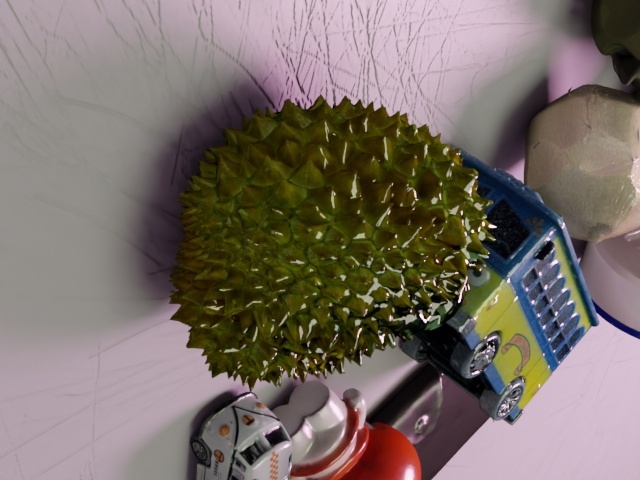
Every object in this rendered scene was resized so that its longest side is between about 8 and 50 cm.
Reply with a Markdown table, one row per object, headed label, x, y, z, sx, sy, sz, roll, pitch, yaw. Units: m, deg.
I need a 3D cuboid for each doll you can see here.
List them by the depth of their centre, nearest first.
| label | x | y | z | sx | sy | sz | roll | pitch | yaw |
| --- | --- | --- | --- | --- | --- | --- | --- | --- | --- |
| doll | 0.036 | 0.271 | 1.667 | 0.161 | 0.130 | 0.290 | -44 | 130 | -13 |

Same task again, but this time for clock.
| label | x | y | z | sx | sy | sz | roll | pitch | yaw |
| --- | --- | --- | --- | --- | --- | --- | --- | --- | --- |
| clock | 0.447 | 0.043 | 1.943 | 0.230 | 0.230 | 0.083 | -25 | 137 | -40 |

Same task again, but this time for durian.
| label | x | y | z | sx | sy | sz | roll | pitch | yaw |
| --- | --- | --- | --- | --- | --- | --- | --- | --- | --- |
| durian | -0.002 | -0.003 | 1.274 | 0.291 | 0.225 | 0.291 | -23 | 174 | -3 |

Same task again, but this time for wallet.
| label | x | y | z | sx | sy | sz | roll | pitch | yaw |
| --- | --- | --- | --- | --- | --- | --- | --- | --- | --- |
| wallet | 0.116 | 0.243 | 1.863 | 0.377 | 0.051 | 0.197 | -42 | 147 | -22 |

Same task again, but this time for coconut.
| label | x | y | z | sx | sy | sz | roll | pitch | yaw |
| --- | --- | --- | --- | --- | --- | --- | --- | --- | --- |
| coconut | 0.296 | -0.076 | 1.649 | 0.161 | 0.161 | 0.162 | 76 | 18 | -54 |

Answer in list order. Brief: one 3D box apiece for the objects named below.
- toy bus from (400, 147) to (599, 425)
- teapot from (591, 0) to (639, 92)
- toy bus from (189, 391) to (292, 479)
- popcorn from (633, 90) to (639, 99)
| label | x | y | z | sx | sy | sz | roll | pitch | yaw |
| --- | --- | --- | --- | --- | --- | --- | --- | --- | --- |
| toy bus | 0.179 | 0.058 | 1.652 | 0.190 | 0.152 | 0.312 | -48 | 151 | -7 |
| teapot | 0.428 | -0.265 | 1.587 | 0.239 | 0.239 | 0.321 | 11 | 124 | -32 |
| toy bus | -0.079 | 0.247 | 1.545 | 0.087 | 0.089 | 0.194 | -29 | 142 | -37 |
| popcorn | 0.458 | -0.117 | 1.844 | 0.204 | 0.183 | 0.221 | -42 | 151 | -8 |
